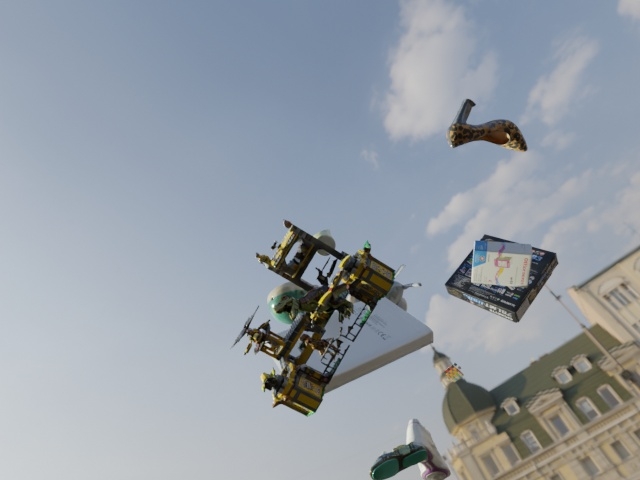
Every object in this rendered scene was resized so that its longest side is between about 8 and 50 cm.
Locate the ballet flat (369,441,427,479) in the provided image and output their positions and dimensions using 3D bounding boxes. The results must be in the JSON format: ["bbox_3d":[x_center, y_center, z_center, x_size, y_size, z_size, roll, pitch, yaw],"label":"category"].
[{"bbox_3d":[0.206,0.609,1.204,0.189,0.070,0.070,-4,-45,-25],"label":"ballet flat"}]

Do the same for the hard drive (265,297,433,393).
[{"bbox_3d":[0.065,0.250,1.075,0.353,0.233,0.047,-17,-66,-23],"label":"hard drive"}]

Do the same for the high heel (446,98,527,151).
[{"bbox_3d":[0.510,-0.298,1.330,0.261,0.186,0.093,31,-23,-5],"label":"high heel"}]

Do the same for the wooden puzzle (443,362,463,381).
[{"bbox_3d":[0.449,0.447,1.459,0.006,0.049,0.083,-31,-20,-49],"label":"wooden puzzle"}]

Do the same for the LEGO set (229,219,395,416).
[{"bbox_3d":[-0.046,0.109,0.753,0.192,0.255,0.331,31,-82,-13],"label":"LEGO set"}]

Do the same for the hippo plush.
[{"bbox_3d":[0.265,0.239,1.833,0.294,0.234,0.236,-36,-39,1],"label":"hippo plush"}]

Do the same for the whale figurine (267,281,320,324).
[{"bbox_3d":[-0.063,0.242,1.607,0.272,0.141,0.216,13,-38,-40],"label":"whale figurine"}]

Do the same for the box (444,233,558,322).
[{"bbox_3d":[0.674,0.128,1.626,0.293,0.296,0.073,-46,-51,-19],"label":"box"}]

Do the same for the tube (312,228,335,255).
[{"bbox_3d":[0.000,0.000,1.316,0.070,0.240,0.062,11,-84,-6],"label":"tube"}]

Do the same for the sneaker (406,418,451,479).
[{"bbox_3d":[0.408,0.795,1.635,0.114,0.152,0.305,-19,-60,17],"label":"sneaker"}]

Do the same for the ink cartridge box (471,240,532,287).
[{"bbox_3d":[0.411,0.053,0.986,0.123,0.052,0.088,4,-62,19],"label":"ink cartridge box"}]
